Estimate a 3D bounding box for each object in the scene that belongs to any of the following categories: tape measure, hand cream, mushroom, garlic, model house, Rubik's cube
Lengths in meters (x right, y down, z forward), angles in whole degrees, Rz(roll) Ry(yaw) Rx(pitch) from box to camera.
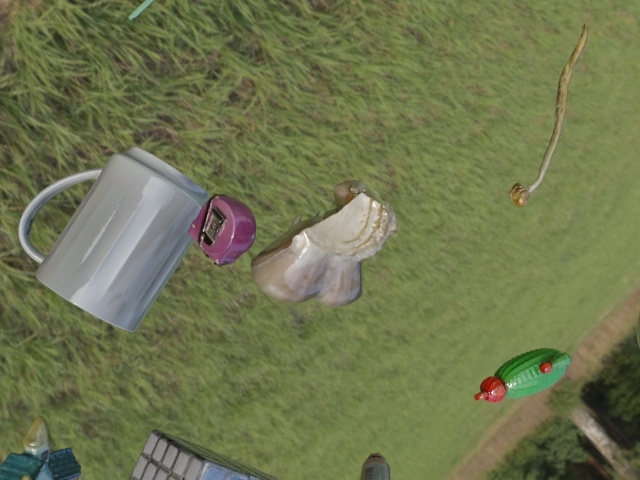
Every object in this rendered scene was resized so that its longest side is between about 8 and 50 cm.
[{"bbox_3d":[-0.180,-0.019,1.249,0.074,0.118,0.125,2,124,-49],"label":"tape measure"},{"bbox_3d":[0.077,0.369,0.949,0.209,0.067,0.043,-67,160,-74],"label":"hand cream"},{"bbox_3d":[0.286,-0.156,0.817,0.286,0.028,0.026,-62,168,-20],"label":"mushroom"},{"bbox_3d":[0.000,0.000,1.164,0.292,0.210,0.237,155,-51,-70],"label":"garlic"},{"bbox_3d":[-0.616,0.564,1.527,0.267,0.194,0.324,10,82,-64],"label":"model house"},{"bbox_3d":[-0.206,0.496,1.195,0.237,0.238,0.237,34,71,-30],"label":"Rubik's cube"}]

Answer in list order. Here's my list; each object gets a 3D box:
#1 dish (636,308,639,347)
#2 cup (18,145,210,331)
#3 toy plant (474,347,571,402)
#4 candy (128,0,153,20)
[{"bbox_3d":[0.562,0.111,1.069,0.190,0.191,0.066,-45,-159,2],"label":"dish"},{"bbox_3d":[-0.432,-0.029,1.408,0.326,0.323,0.237,-59,-175,-7],"label":"cup"},{"bbox_3d":[0.430,0.298,1.472,0.240,0.088,0.154,-22,167,-5],"label":"toy plant"},{"bbox_3d":[-0.216,-0.371,0.971,0.058,0.062,0.194,-29,-153,55],"label":"candy"}]
